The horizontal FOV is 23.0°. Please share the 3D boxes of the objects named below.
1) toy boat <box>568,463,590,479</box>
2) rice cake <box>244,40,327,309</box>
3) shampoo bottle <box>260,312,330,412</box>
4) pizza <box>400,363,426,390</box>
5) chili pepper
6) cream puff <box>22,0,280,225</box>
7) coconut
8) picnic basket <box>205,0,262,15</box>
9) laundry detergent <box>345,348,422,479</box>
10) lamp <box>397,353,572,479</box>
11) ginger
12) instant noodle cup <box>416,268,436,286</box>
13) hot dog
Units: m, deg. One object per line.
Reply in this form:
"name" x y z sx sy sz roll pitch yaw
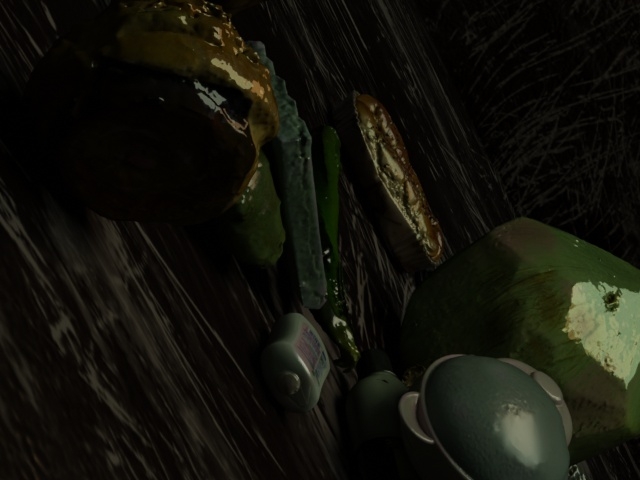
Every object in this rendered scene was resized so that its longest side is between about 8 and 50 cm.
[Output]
"toy boat" 0.337 0.475 1.965 0.162 0.136 0.445 90 -21 -79
"rice cake" -0.039 -0.064 1.503 0.198 0.037 0.189 86 -16 -45
"shampoo bottle" -0.024 0.114 1.425 0.072 0.043 0.099 62 14 -12
"pizza" 0.187 0.243 1.798 0.188 0.081 0.204 11 -54 61
"chili pepper" 0.000 0.000 1.662 0.359 0.076 0.085 -92 -171 -54
"cream puff" -0.120 -0.102 1.125 0.189 0.189 0.129 52 27 -44
"coconut" 0.271 0.129 1.920 0.281 0.328 0.328 37 31 -67
"picnic basket" -0.041 -0.428 1.723 0.293 0.337 0.337 59 15 -26
"laundry detergent" 0.070 0.203 1.574 0.099 0.070 0.225 27 34 -33
"lamp" 0.180 0.182 1.553 0.179 0.108 0.246 52 31 9
"ginger" -0.103 -0.113 1.435 0.137 0.089 0.290 106 -39 -65
"instant noodle cup" 0.230 0.095 2.266 0.177 0.126 0.208 61 14 -17
"hot dog" 0.096 -0.082 2.167 0.268 0.075 0.144 62 16 -4
